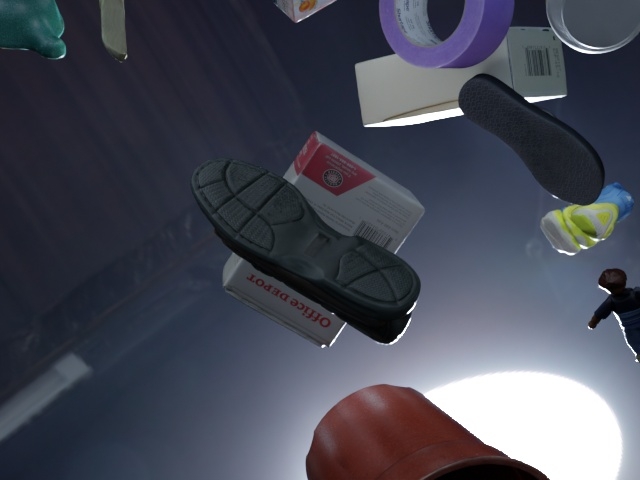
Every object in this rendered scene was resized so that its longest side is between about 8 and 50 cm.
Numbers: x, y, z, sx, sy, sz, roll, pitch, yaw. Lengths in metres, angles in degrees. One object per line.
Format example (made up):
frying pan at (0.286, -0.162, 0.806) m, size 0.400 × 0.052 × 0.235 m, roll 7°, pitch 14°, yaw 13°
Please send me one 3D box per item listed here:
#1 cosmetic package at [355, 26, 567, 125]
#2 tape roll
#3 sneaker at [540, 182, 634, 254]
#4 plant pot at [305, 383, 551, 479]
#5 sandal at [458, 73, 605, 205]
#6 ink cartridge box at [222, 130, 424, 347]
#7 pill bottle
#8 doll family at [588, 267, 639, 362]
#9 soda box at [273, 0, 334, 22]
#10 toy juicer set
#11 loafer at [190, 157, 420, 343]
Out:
cosmetic package at (0.225, -0.264, 1.688) m, size 0.160 × 0.113 × 0.309 m, roll -10°, pitch -177°, yaw -44°
tape roll at (0.182, -0.346, 1.512) m, size 0.189 × 0.189 × 0.080 m, roll -12°, pitch 178°, yaw 43°
sneaker at (0.505, -0.042, 1.921) m, size 0.126 × 0.091 × 0.240 m, roll -32°, pitch -176°, yaw -12°
plant pot at (0.118, 0.322, 1.275) m, size 0.272 × 0.272 × 0.265 m, roll -33°, pitch -153°, yaw -7°
sandal at (0.317, -0.156, 1.505) m, size 0.054 × 0.254 × 0.097 m, roll -36°, pitch 167°, yaw -46°
ink cartridge box at (0.000, 0.000, 1.281) m, size 0.218 × 0.159 × 0.092 m, roll -56°, pitch -166°, yaw 11°
pill bottle at (0.285, -0.251, 1.068) m, size 0.103 × 0.103 × 0.184 m, roll -24°, pitch -166°, yaw 19°
doll family at (0.344, 0.051, 0.959) m, size 0.193 × 0.111 × 0.076 m, roll -32°, pitch -146°, yaw 12°
soda box at (0.016, -0.403, 1.551) m, size 0.183 × 0.058 × 0.063 m, roll -33°, pitch -121°, yaw -18°
toy juicer set at (-0.367, -0.294, 1.267) m, size 0.209 × 0.329 × 0.089 m, roll -73°, pitch -179°, yaw -53°
loafer at (-0.025, 0.016, 1.028) m, size 0.267 × 0.084 × 0.096 m, roll 33°, pitch -127°, yaw 22°
